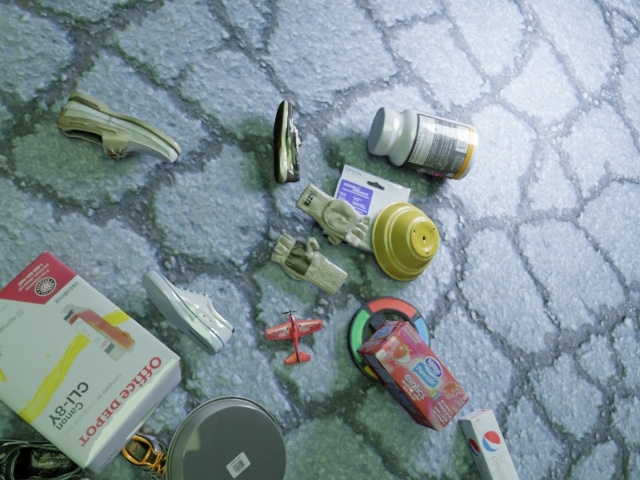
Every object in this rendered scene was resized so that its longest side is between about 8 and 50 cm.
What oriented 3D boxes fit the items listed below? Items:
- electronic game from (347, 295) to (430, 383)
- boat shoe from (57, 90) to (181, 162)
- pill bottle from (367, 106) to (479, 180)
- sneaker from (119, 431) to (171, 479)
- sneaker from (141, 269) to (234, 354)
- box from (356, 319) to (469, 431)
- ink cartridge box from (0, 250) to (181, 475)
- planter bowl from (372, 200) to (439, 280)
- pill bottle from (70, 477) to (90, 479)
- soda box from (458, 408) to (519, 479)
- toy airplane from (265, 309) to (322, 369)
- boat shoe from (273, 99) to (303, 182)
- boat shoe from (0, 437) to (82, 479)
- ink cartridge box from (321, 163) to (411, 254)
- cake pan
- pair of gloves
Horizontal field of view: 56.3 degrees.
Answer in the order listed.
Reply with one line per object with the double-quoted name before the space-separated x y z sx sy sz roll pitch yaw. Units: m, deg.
"electronic game" 0.181 0.259 1.562 0.229 0.048 0.230 4 76 -14
"boat shoe" -0.495 -0.251 1.470 0.302 0.113 0.103 24 72 2
"pill bottle" 0.283 -0.273 1.662 0.278 0.162 0.162 12 74 -12
"sneaker" -0.366 0.491 1.333 0.214 0.083 0.084 29 69 -9
"sneaker" -0.316 0.159 1.436 0.258 0.094 0.091 47 51 -5
"box" 0.226 0.330 1.476 0.122 0.128 0.257 -42 97 -17
"ink cartridge box" -0.523 0.255 1.259 0.384 0.160 0.279 37 63 6
"planter bowl" 0.248 -0.002 1.588 0.217 0.090 0.218 3 84 -33
"pill bottle" -0.545 0.566 1.245 0.214 0.117 0.118 -6 78 -17
"soda box" 0.440 0.553 1.552 0.073 0.069 0.216 -17 81 -19
"toy airplane" -0.062 0.249 1.507 0.151 0.028 0.151 3 76 -14
"boat shoe" -0.083 -0.261 1.603 0.073 0.080 0.224 5 81 -20
"boat shoe" -0.646 0.471 1.248 0.300 0.102 0.108 4 76 -15
"ink cartridge box" 0.126 -0.077 1.630 0.206 0.045 0.209 20 74 -10
"cake pan" -0.200 0.503 1.356 0.293 0.054 0.294 7 75 -29
"pair of gloves" 0.000 0.000 1.546 0.204 0.042 0.240 26 91 -6
